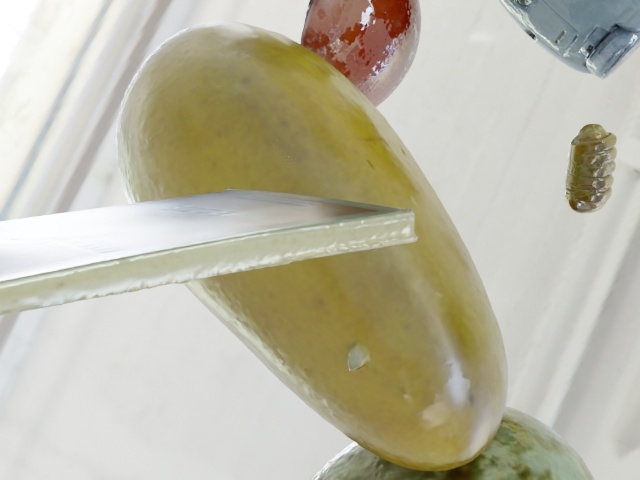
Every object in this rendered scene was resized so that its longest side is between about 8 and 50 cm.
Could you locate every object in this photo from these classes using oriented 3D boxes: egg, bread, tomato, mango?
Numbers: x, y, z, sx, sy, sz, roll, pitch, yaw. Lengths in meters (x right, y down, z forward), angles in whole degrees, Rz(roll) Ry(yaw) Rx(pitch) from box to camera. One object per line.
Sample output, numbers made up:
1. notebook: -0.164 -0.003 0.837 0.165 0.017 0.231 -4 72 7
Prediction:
1. egg: 0.113 0.268 1.051 0.290 0.238 0.238 -8 -126 10
2. bread: 0.260 -0.067 1.108 0.033 0.049 0.088 -129 -141 -60
3. tomato: 0.048 -0.215 1.288 0.112 0.228 0.199 16 -110 12
4. mango: 0.000 0.000 0.969 0.220 0.301 0.445 -43 -119 5

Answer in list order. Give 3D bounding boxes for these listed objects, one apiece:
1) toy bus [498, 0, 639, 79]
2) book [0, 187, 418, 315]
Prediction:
1. toy bus: 0.325 -0.331 1.218 0.232 0.197 0.294 -40 169 -30
2. book: -0.101 0.001 0.531 0.170 0.242 0.018 10 -74 53
